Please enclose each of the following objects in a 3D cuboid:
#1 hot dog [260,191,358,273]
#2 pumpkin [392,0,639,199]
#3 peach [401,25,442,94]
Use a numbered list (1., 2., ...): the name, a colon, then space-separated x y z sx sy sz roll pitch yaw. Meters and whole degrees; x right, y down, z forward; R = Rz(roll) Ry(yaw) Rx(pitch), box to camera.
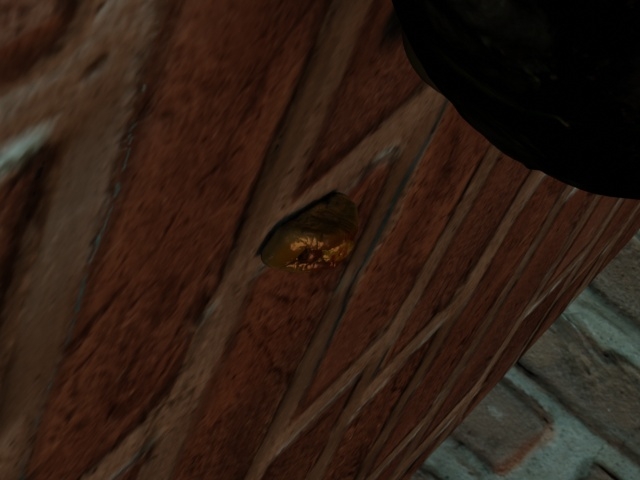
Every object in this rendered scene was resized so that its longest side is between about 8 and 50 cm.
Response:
1. hot dog: 0.000 0.000 1.120 0.030 0.034 0.090 -56 168 28
2. pumpkin: 0.177 -0.129 0.772 0.296 0.296 0.296 -48 168 -13
3. peach: 0.084 -0.109 1.002 0.083 0.083 0.083 -48 168 -13
